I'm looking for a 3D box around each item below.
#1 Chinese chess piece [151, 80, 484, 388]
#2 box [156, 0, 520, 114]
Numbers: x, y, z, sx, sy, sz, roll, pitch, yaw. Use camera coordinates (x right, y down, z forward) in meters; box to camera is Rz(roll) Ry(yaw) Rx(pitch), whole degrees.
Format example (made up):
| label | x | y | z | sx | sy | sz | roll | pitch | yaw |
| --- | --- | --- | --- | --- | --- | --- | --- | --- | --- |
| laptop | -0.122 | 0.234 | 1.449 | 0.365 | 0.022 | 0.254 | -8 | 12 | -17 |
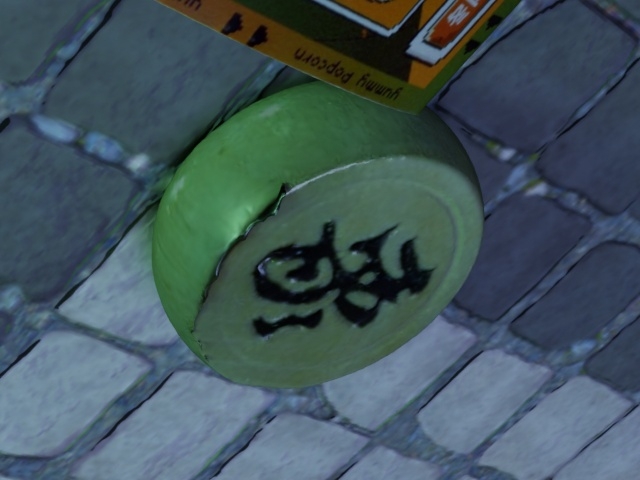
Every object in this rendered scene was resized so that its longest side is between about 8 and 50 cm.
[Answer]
| label | x | y | z | sx | sy | sz | roll | pitch | yaw |
| --- | --- | --- | --- | --- | --- | --- | --- | --- | --- |
| Chinese chess piece | 0.000 | 0.000 | 0.711 | 0.144 | 0.058 | 0.144 | -18 | 141 | -16 |
| box | 0.008 | -0.166 | 0.457 | 0.177 | 0.148 | 0.195 | 22 | 118 | -45 |
